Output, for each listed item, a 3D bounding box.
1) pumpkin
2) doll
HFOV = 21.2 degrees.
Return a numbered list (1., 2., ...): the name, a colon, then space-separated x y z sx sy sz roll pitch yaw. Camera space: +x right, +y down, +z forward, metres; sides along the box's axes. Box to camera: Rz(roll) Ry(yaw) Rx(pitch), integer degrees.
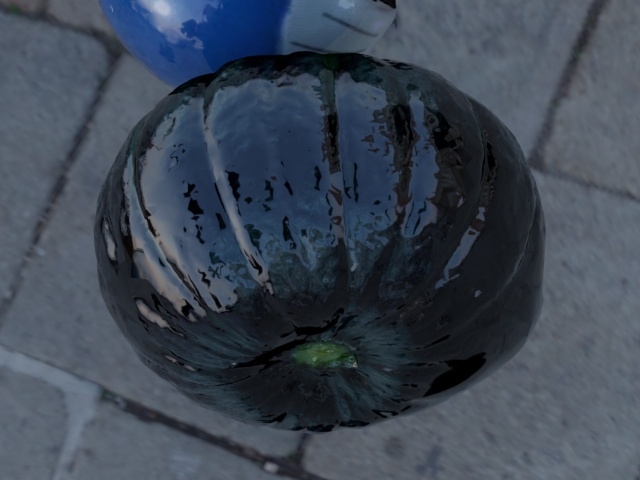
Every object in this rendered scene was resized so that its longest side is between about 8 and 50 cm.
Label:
1. pumpkin: 0.000 0.000 0.746 0.202 0.202 0.140 -14 53 15
2. doll: -0.007 -0.186 0.820 0.161 0.215 0.257 21 109 -14
